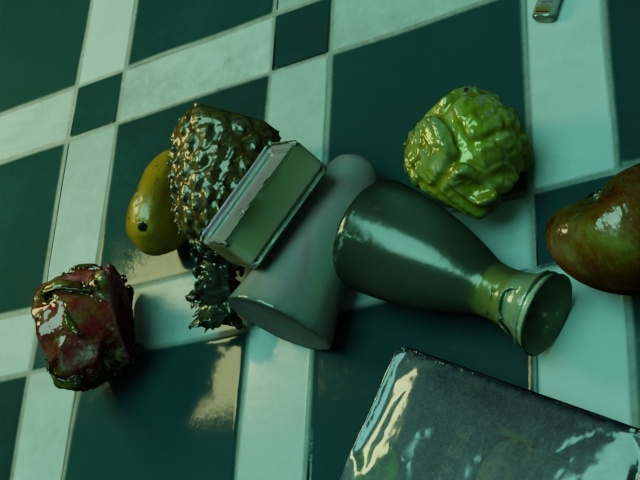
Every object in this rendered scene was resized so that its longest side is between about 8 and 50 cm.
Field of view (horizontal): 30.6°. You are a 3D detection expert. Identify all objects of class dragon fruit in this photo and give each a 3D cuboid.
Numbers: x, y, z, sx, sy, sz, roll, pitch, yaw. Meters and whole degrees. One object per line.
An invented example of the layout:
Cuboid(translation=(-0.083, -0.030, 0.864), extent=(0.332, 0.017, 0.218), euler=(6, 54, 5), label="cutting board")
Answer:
Cuboid(translation=(-0.383, 0.128, 1.981), extent=(0.147, 0.211, 0.282), euler=(-21, 37, 11), label="dragon fruit")

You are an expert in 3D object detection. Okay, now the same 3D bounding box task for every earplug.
Cuboid(translation=(0.000, 0.000, 1.808), extent=(0.172, 0.172, 0.301), euler=(11, 67, 39), label="earplug")

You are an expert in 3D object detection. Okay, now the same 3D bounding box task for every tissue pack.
Cuboid(translation=(0.218, 0.325, 1.486), extent=(0.394, 0.124, 0.288), euler=(17, 78, 41), label="tissue pack")

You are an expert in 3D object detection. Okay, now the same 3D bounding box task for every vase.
Cuboid(translation=(0.186, 0.046, 1.644), extent=(0.321, 0.173, 0.173), euler=(27, 84, 35), label="vase")

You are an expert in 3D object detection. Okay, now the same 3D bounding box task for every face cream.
Cuboid(translation=(0.358, -0.380, 1.825), extent=(0.040, 0.021, 0.083), euler=(8, 71, 37), label="face cream")

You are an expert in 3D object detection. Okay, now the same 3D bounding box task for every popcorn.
Cuboid(translation=(0.217, -0.129, 1.701), extent=(0.185, 0.187, 0.167), euler=(-44, 87, -5), label="popcorn")

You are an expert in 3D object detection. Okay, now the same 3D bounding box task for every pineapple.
Cuboid(translation=(-0.161, -0.028, 1.912), extent=(0.202, 0.202, 0.361), euler=(-8, 70, 33), label="pineapple")

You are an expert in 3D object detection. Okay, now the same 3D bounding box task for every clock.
Cuboid(translation=(-0.088, -0.056, 1.778), extent=(0.192, 0.071, 0.147), euler=(-55, 18, -11), label="clock")

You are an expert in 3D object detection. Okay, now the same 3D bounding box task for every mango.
Cuboid(translation=(-0.271, -0.068, 2.045), extent=(0.109, 0.147, 0.227), euler=(0, 43, 16), label="mango")

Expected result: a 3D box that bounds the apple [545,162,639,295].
Cuboid(translation=(0.394, -0.011, 1.503), extent=(0.195, 0.173, 0.160), euler=(-36, 48, 20), label="apple")
